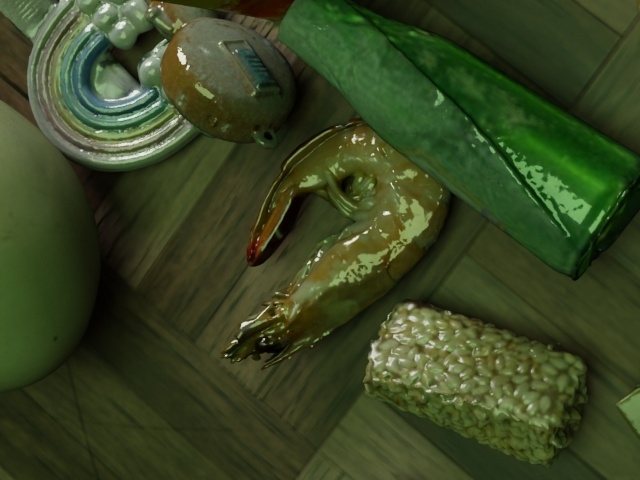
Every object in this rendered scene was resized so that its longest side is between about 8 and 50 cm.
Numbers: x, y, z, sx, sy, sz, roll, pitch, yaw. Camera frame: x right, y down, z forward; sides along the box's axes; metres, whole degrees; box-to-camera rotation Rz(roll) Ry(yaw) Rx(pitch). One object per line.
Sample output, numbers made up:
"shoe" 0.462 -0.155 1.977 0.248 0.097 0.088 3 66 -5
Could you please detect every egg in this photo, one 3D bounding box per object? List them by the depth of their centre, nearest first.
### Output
"egg" -0.290 -0.004 1.426 0.219 0.219 0.269 -32 81 21

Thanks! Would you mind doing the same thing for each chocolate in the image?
"chocolate" 0.096 -0.091 1.322 0.291 0.110 0.110 36 105 15

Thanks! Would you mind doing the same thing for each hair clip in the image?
"hair clip" -0.178 -0.137 1.468 0.140 0.054 0.220 -45 81 6

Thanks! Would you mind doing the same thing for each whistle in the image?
"whistle" -0.089 -0.155 1.405 0.220 0.107 0.057 56 133 26

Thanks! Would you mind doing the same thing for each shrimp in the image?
"shrimp" -0.001 0.000 1.398 0.236 0.053 0.133 -46 81 13

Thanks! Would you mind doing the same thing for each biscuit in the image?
"biscuit" 0.115 0.103 1.348 0.168 0.082 0.070 18 145 21

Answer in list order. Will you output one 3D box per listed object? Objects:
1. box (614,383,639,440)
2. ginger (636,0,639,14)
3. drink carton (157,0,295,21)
"box" 0.339 0.163 1.263 0.159 0.071 0.240 -39 79 17
"ginger" 0.340 -0.203 1.237 0.295 0.086 0.131 0 71 17
"drink carton" -0.064 -0.237 1.248 0.155 0.351 0.111 -27 84 21
